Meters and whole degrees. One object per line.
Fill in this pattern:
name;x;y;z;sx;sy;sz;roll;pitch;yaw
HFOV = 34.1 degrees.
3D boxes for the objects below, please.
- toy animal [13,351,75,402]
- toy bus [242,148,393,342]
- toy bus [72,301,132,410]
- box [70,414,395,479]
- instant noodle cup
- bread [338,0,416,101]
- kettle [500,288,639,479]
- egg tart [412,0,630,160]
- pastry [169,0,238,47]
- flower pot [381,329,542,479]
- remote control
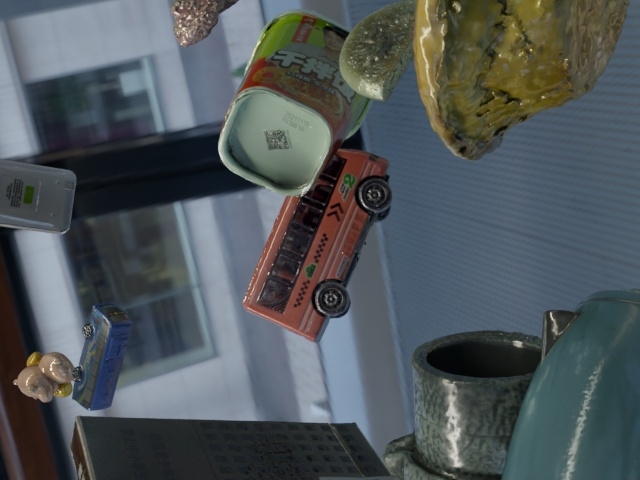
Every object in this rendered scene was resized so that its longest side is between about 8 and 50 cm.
toy animal;-0.461;0.240;1.757;0.114;0.082;0.091;-11;114;42
toy bus;0.000;0.000;2.296;0.203;0.233;0.427;69;-137;-83
toy bus;-0.309;0.165;1.478;0.061;0.051;0.153;30;111;33
box;-0.081;0.246;1.074;0.180;0.325;0.047;-132;52;-60
instant noodle cup;-0.050;-0.255;2.008;0.308;0.294;0.294;-66;-21;-53
bread;0.084;-0.284;1.490;0.112;0.193;0.036;16;151;30
kettle;0.411;0.236;1.341;0.247;0.319;0.342;131;157;-69
egg tart;0.196;-0.229;0.936;0.132;0.341;0.341;17;127;27
pastry;-0.197;-0.446;1.851;0.265;0.103;0.112;-77;-18;-55
flower pot;0.243;0.305;1.619;0.299;0.299;0.283;-154;57;-63
remote control;-0.501;-0.075;1.584;0.034;0.250;0.103;154;122;-72
